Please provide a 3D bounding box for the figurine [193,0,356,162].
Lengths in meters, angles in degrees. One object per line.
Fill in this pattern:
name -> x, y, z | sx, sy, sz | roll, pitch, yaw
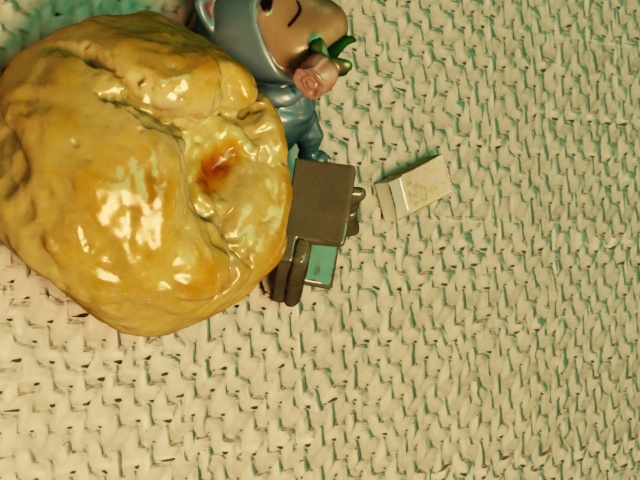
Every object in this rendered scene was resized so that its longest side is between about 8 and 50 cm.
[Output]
figurine -> -0.020, -0.131, 1.385 | 0.114, 0.144, 0.178 | -35, 124, -40

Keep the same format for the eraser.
eraser -> 0.081, -0.045, 1.574 | 0.083, 0.019, 0.038 | -26, 108, -46

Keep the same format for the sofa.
sofa -> 0.000, 0.000, 1.390 | 0.147, 0.060, 0.085 | 103, -3, -74

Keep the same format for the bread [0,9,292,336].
bread -> -0.117, -0.047, 1.268 | 0.244, 0.134, 0.244 | 9, 78, -50
